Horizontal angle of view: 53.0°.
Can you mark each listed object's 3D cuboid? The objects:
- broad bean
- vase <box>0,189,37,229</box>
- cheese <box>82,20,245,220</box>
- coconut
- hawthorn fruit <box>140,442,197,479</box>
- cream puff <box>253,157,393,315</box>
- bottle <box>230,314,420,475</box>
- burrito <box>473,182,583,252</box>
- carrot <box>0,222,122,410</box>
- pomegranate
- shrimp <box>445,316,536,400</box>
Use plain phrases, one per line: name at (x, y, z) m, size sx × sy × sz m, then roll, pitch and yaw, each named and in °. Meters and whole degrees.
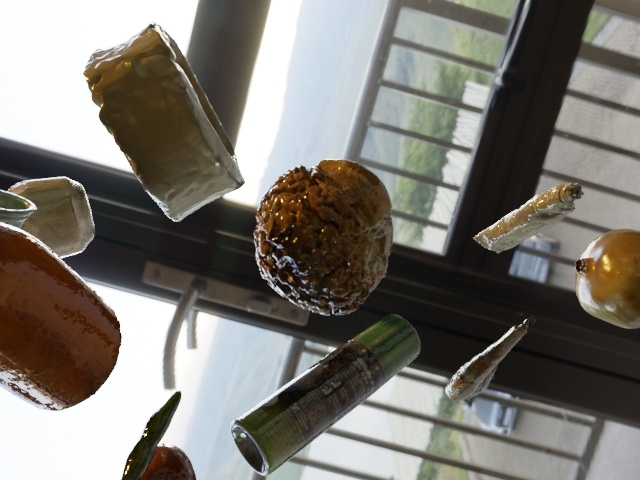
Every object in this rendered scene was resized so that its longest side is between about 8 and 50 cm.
broad bean at (-0.347, 0.418, 1.256) m, size 0.060 × 0.043 × 0.298 m, roll -16°, pitch 38°, yaw 38°
vase at (-0.645, 0.059, 1.204) m, size 0.143 × 0.143 × 0.299 m, roll -87°, pitch 17°, yaw -79°
cheese at (-0.268, -0.213, 1.127) m, size 0.332 × 0.153 × 0.292 m, roll 61°, pitch -179°, yaw -10°
coconut at (-0.690, -0.054, 1.594) m, size 0.224 × 0.234 × 0.224 m, roll 170°, pitch 90°, yaw -74°
hawthorn fruit at (-0.330, 0.492, 1.348) m, size 0.189 × 0.149 × 0.149 m, roll -89°, pitch 14°, yaw -62°
cream puff at (0.000, 0.000, 1.385) m, size 0.231 × 0.327 × 0.343 m, roll -35°, pitch -8°, yaw -48°
bottle at (0.019, 0.228, 0.994) m, size 0.330 × 0.093 × 0.093 m, roll -29°, pitch -27°, yaw -33°
burrito at (0.631, -0.062, 1.930) m, size 0.392 × 0.117 × 0.076 m, roll -40°, pitch 33°, yaw 48°
carrot at (-0.457, 0.079, 0.909) m, size 0.193 × 0.331 × 0.214 m, roll -47°, pitch 33°, yaw -6°
pomegranate at (0.679, 0.084, 1.420) m, size 0.233 × 0.233 × 0.233 m, roll -165°, pitch 90°, yaw -88°
shrimp at (0.346, 0.269, 1.388) m, size 0.185 × 0.068 × 0.287 m, roll -35°, pitch -26°, yaw -25°
